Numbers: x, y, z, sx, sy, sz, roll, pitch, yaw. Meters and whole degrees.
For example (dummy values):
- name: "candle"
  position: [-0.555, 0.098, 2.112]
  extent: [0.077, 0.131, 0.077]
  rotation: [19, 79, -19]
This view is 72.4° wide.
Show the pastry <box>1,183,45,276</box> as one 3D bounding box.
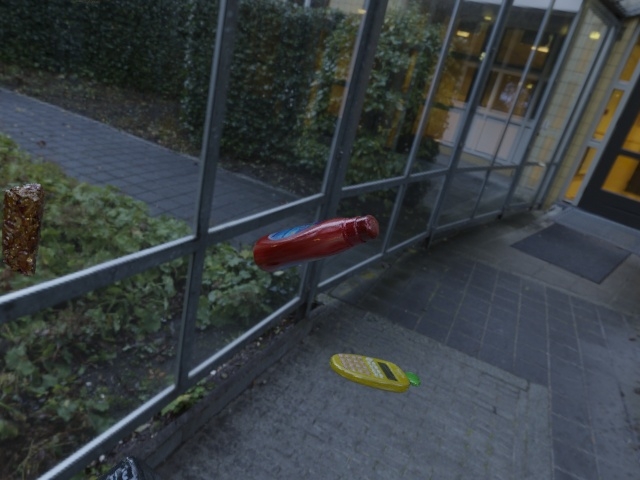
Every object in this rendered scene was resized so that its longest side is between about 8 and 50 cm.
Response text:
- name: "pastry"
  position: [-0.518, -0.018, 0.754]
  extent: [0.063, 0.169, 0.087]
  rotation: [7, 13, -32]

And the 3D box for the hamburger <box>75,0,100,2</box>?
- name: "hamburger"
  position: [-0.225, -0.307, 0.430]
  extent: [0.138, 0.147, 0.083]
  rotation: [14, -14, 31]

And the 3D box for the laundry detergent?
- name: "laundry detergent"
  position: [0.000, 0.000, 0.544]
  extent: [0.165, 0.049, 0.097]
  rotation: [-14, 7, 34]

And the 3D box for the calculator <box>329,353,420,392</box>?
- name: "calculator"
  position: [0.136, 0.325, 1.072]
  extent: [0.235, 0.032, 0.146]
  rotation: [16, 6, -10]

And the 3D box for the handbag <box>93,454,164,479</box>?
- name: "handbag"
  position: [-0.339, 0.495, 0.732]
  extent: [0.181, 0.254, 0.181]
  rotation: [-30, 61, -23]
